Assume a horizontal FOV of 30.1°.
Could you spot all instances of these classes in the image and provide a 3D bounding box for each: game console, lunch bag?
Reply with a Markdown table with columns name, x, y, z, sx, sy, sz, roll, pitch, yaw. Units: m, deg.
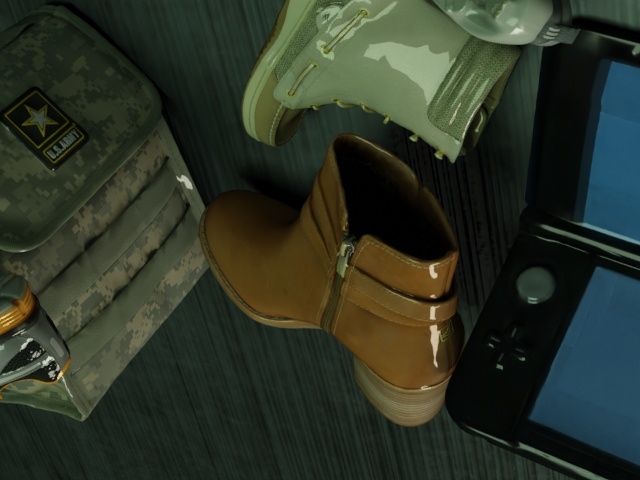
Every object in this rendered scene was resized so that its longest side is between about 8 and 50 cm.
| name | x | y | z | sx | sy | sz | roll | pitch | yaw |
| --- | --- | --- | --- | --- | --- | --- | --- | --- | --- |
| game console | 0.240 | 0.037 | 0.758 | 0.293 | 0.250 | 0.173 | 20 | 164 | 26 |
| lunch bag | -0.239 | -0.033 | 1.034 | 0.169 | 0.235 | 0.287 | 4 | 130 | 34 |

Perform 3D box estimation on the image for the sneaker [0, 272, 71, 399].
| name | x | y | z | sx | sy | sz | roll | pitch | yaw |
| --- | --- | --- | --- | --- | --- | --- | --- | --- | --- |
| sneaker | -0.283 | 0.095 | 0.943 | 0.215 | 0.084 | 0.083 | -17 | 123 | 40 |

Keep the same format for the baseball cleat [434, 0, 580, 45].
| name | x | y | z | sx | sy | sz | roll | pitch | yaw |
| --- | --- | --- | --- | --- | --- | --- | --- | --- | --- |
| baseball cleat | 0.082 | -0.186 | 0.752 | 0.072 | 0.109 | 0.206 | -50 | 58 | 27 |

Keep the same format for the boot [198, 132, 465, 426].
| name | x | y | z | sx | sy | sz | roll | pitch | yaw |
| --- | --- | --- | --- | --- | --- | --- | --- | --- | --- |
| boot | 0.000 | 0.000 | 0.915 | 0.283 | 0.109 | 0.220 | 48 | 157 | 30 |

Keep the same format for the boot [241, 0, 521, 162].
| name | x | y | z | sx | sy | sz | roll | pitch | yaw |
| --- | --- | --- | --- | --- | --- | --- | --- | --- | --- |
| boot | 0.038 | -0.107 | 0.863 | 0.165 | 0.077 | 0.213 | 35 | 141 | 4 |
